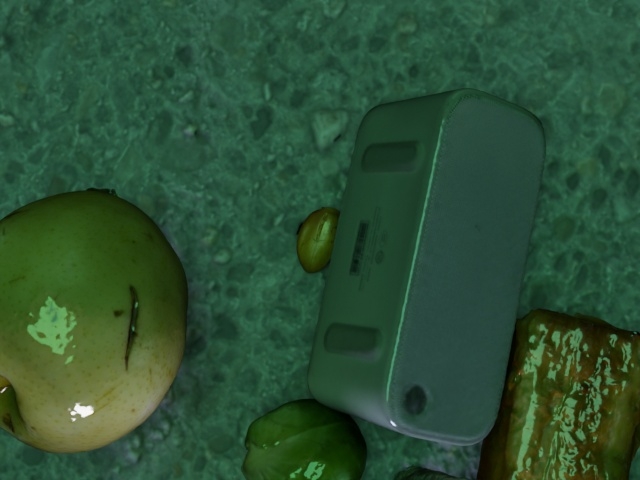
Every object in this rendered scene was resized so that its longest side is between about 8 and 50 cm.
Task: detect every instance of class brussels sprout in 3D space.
[{"bbox_3d":[-0.016,0.270,1.683,0.155,0.117,0.155,-11,55,16],"label":"brussels sprout"}]

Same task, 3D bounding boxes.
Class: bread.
[{"bbox_3d":[0.289,0.256,1.653,0.195,0.149,0.344,14,84,-5],"label":"bread"}]

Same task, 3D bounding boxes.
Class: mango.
[{"bbox_3d":[0.000,0.000,1.750,0.060,0.046,0.089,20,90,5],"label":"mango"}]

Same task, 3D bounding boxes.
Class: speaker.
[{"bbox_3d":[0.122,0.028,1.646,0.183,0.184,0.406,16,83,-34],"label":"speaker"}]

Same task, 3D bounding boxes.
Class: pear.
[{"bbox_3d":[-0.300,0.096,1.641,0.309,0.309,0.309,0,84,4],"label":"pear"}]

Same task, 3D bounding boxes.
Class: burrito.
[{"bbox_3d":[0.142,0.306,1.660,0.042,0.171,0.051,26,77,-23],"label":"burrito"}]
